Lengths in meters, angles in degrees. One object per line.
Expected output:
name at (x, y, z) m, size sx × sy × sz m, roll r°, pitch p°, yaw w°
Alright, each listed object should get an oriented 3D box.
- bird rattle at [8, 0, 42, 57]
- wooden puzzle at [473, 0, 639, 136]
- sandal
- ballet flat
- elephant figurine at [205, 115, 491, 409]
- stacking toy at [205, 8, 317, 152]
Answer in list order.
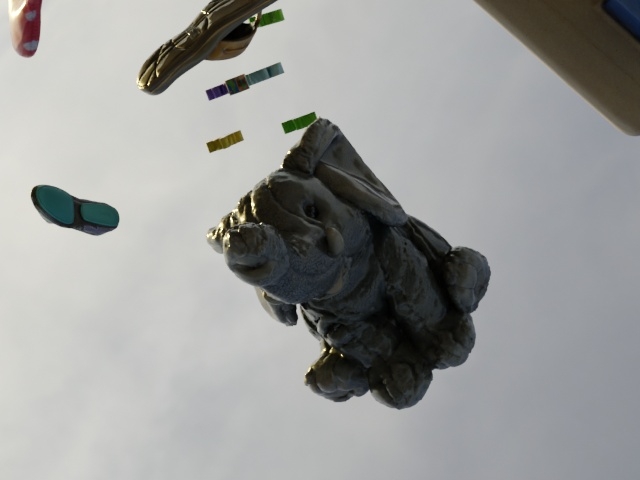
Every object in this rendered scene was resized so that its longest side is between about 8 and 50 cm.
bird rattle at (-0.169, -0.180, 0.494) m, size 0.143 × 0.253 × 0.207 m, roll -34°, pitch -94°, yaw 31°
wooden puzzle at (0.358, -0.345, 1.498) m, size 0.322 × 0.080 × 0.348 m, roll 42°, pitch -89°, yaw 1°
sandal at (-0.099, -0.196, 1.299) m, size 0.180 × 0.049 × 0.072 m, roll -39°, pitch -150°, yaw 6°
ballet flat at (-0.250, -0.026, 1.319) m, size 0.041 × 0.114 × 0.041 m, roll -11°, pitch -108°, yaw 36°
elephant figurine at (0.000, 0.000, 0.936) m, size 0.186 × 0.239 × 0.169 m, roll 2°, pitch -121°, yaw 48°
stacking toy at (-0.103, -0.223, 1.876) m, size 0.221 × 0.167 × 0.052 m, roll -11°, pitch -167°, yaw 43°
